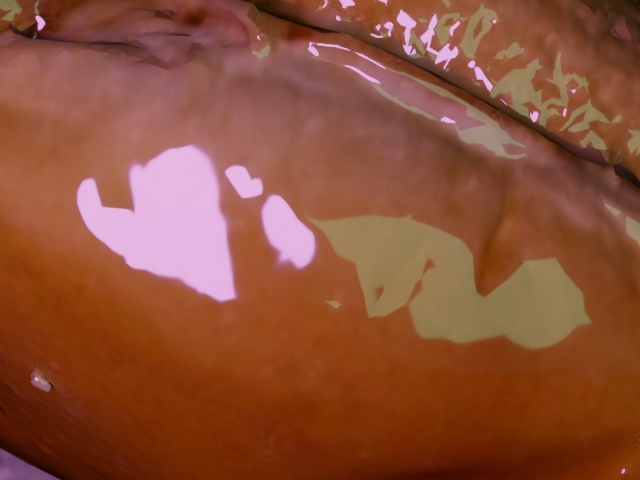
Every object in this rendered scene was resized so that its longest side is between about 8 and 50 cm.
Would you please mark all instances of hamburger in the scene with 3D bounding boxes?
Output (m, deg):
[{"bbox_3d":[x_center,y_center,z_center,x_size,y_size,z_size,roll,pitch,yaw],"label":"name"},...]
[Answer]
[{"bbox_3d":[0.000,0.000,0.486,0.314,0.290,0.170,26,78,-23],"label":"hamburger"}]
